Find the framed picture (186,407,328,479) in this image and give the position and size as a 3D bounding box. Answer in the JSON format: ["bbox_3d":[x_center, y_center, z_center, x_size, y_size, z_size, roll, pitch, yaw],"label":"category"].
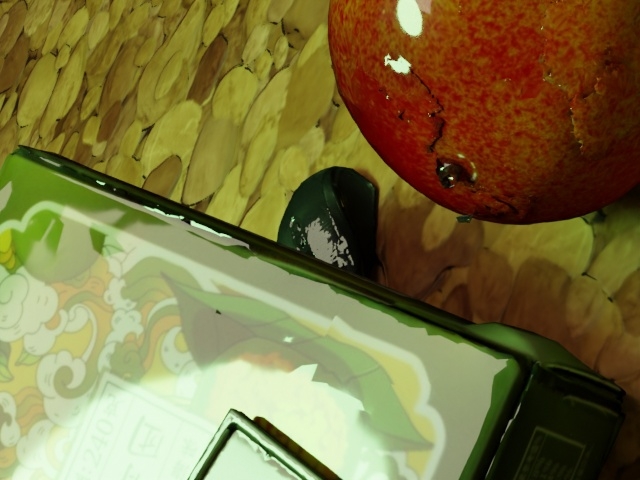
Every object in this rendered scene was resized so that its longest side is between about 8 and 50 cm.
[{"bbox_3d":[-0.020,0.162,0.830,0.149,0.011,0.109,34,93,35],"label":"framed picture"}]

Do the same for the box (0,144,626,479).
[{"bbox_3d":[-0.087,0.194,0.952,0.373,0.138,0.420,22,86,34],"label":"box"}]

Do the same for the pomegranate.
[{"bbox_3d":[0.115,-0.122,0.926,0.235,0.210,0.210,-57,28,3],"label":"pomegranate"}]

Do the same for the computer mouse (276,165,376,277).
[{"bbox_3d":[0.000,0.000,1.200,0.079,0.047,0.135,-44,37,36],"label":"computer mouse"}]
